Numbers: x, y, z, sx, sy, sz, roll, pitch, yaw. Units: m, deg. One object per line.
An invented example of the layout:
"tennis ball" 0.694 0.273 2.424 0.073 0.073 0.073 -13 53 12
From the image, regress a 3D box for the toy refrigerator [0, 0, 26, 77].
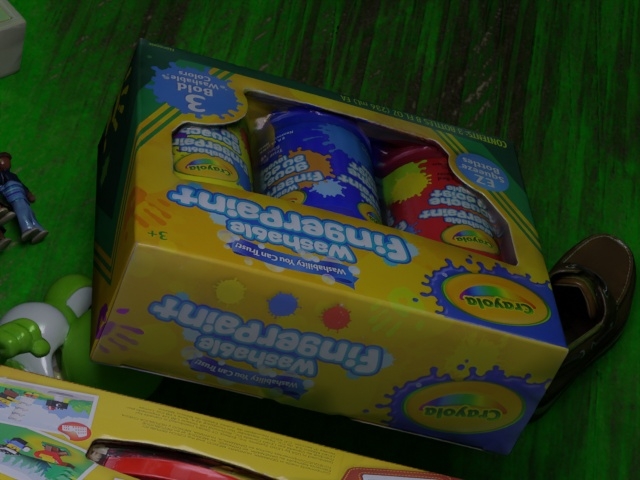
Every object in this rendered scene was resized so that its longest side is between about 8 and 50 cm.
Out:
"toy refrigerator" -0.483 -0.218 2.232 0.269 0.094 0.102 -26 60 -33

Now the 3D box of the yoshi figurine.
"yoshi figurine" -0.271 0.164 1.899 0.203 0.203 0.362 36 44 -5

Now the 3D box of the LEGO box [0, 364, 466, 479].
"LEGO box" -0.128 0.344 1.580 0.500 0.372 0.193 13 25 4

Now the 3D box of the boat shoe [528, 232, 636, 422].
"boat shoe" 0.293 0.080 2.188 0.111 0.104 0.307 28 47 9

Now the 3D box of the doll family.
"doll family" -0.366 -0.055 2.095 0.076 0.193 0.111 -34 70 1

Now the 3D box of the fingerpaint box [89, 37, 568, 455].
"fingerpaint box" 0.000 0.000 1.984 0.445 0.163 0.371 15 34 -15
